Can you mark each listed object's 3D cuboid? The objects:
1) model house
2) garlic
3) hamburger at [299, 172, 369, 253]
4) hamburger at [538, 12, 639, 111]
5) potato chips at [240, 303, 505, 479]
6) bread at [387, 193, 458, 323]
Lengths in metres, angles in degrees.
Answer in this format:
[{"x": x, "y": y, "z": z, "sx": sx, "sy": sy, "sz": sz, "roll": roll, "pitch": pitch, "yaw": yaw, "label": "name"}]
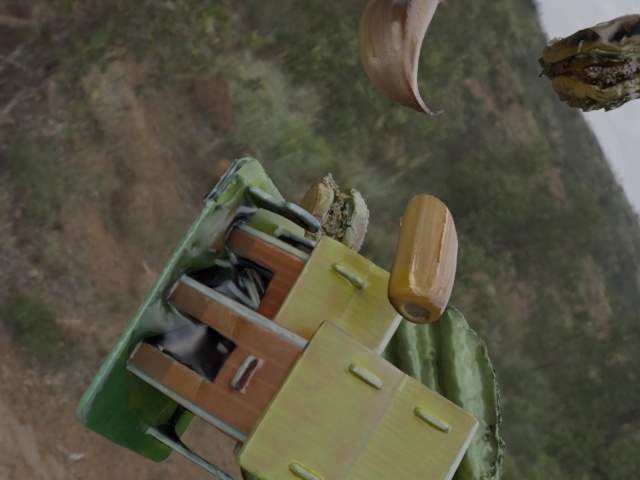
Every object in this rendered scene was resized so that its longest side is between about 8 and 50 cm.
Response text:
[{"x": 0.012, "y": 0.158, "z": 1.030, "sx": 0.324, "sy": 0.300, "sz": 0.340, "roll": 26, "pitch": -14, "yaw": 26, "label": "model house"}, {"x": 0.107, "y": -0.290, "z": 1.507, "sx": 0.128, "sy": 0.115, "sz": 0.206, "roll": 6, "pitch": 87, "yaw": -56, "label": "garlic"}, {"x": 0.000, "y": 0.000, "z": 1.907, "sx": 0.122, "sy": 0.215, "sz": 0.189, "roll": 22, "pitch": 29, "yaw": -15, "label": "hamburger"}, {"x": 0.430, "y": -0.277, "z": 1.525, "sx": 0.206, "sy": 0.183, "sz": 0.130, "roll": -109, "pitch": -171, "yaw": -69, "label": "hamburger"}, {"x": 0.051, "y": 0.262, "z": 1.187, "sx": 0.070, "sy": 0.358, "sz": 0.429, "roll": -6, "pitch": 88, "yaw": -55, "label": "potato chips"}, {"x": 0.092, "y": 0.019, "z": 0.882, "sx": 0.062, "sy": 0.049, "sz": 0.103, "roll": 49, "pitch": 45, "yaw": -42, "label": "bread"}]
